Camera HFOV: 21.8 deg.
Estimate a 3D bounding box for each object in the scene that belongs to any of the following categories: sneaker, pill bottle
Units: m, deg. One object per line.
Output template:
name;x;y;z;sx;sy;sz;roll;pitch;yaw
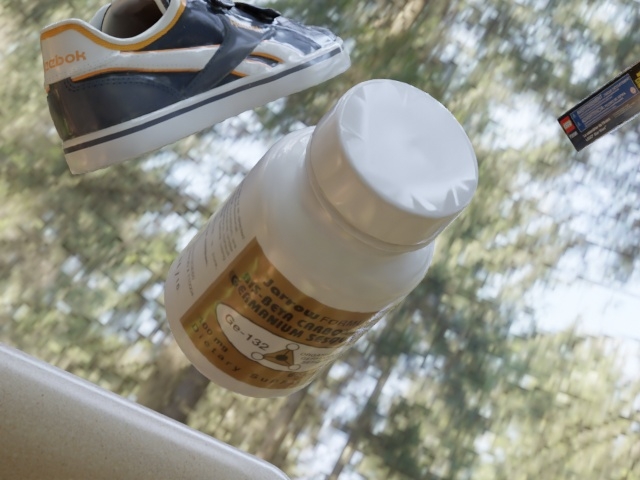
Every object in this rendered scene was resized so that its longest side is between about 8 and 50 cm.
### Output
sneaker;-0.096;-0.157;1.368;0.126;0.321;0.128;-15;-83;39
pill bottle;0.000;0.000;1.092;0.131;0.131;0.229;39;-43;-5

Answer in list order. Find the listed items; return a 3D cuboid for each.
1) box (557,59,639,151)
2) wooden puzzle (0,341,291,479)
box;0.220;-0.108;1.022;0.027;0.137;0.094;58;-35;3
wooden puzzle;-0.214;0.203;0.718;0.322;0.080;0.348;27;-79;-20
